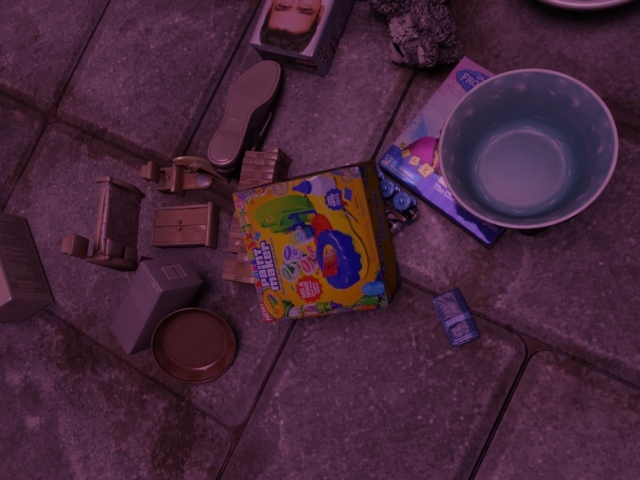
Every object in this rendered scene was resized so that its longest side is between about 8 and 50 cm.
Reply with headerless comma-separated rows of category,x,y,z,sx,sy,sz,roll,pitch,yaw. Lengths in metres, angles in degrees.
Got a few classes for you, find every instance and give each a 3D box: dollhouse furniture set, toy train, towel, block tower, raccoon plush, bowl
dollhouse furniture set,-0.398,-0.082,1.317,0.174,0.355,0.303,-2,78,17
toy train,0.139,-0.092,1.294,0.184,0.080,0.105,42,103,19
towel,0.292,0.165,1.213,0.067,0.029,0.119,-25,72,11
block tower,-0.156,-0.059,1.374,0.097,0.091,0.335,8,81,19
raccoon plush,0.235,-0.584,1.207,0.216,0.446,0.299,-28,69,-24
bowl,0.397,-0.159,1.103,0.312,0.163,0.311,-3,79,16

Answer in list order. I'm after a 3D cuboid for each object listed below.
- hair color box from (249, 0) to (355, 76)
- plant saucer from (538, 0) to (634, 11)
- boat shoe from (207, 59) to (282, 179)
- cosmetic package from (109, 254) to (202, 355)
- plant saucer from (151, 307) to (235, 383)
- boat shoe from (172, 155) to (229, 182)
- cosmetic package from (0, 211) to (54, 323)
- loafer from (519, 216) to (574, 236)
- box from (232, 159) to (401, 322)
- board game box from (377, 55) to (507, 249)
hair color box,-0.018,-0.630,1.433,0.186,0.114,0.374,19,86,21
plant saucer,0.607,-0.673,1.243,0.401,0.100,0.400,-4,78,18
boat shoe,-0.190,-0.309,1.434,0.112,0.095,0.335,19,70,13
cosmetic package,-0.398,0.156,1.347,0.107,0.127,0.238,49,121,20
plant saucer,-0.303,0.248,1.349,0.199,0.036,0.198,-1,107,-5
boat shoe,-0.302,-0.182,1.427,0.056,0.153,0.048,-4,80,54
cosmetic package,-0.882,0.074,1.555,0.129,0.153,0.296,-33,70,11
loafer,0.497,-0.067,1.175,0.170,0.061,0.062,-35,70,8
box,0.000,0.000,1.213,0.279,0.177,0.289,-11,99,19
board game box,0.349,-0.198,1.248,0.319,0.066,0.318,39,92,20
